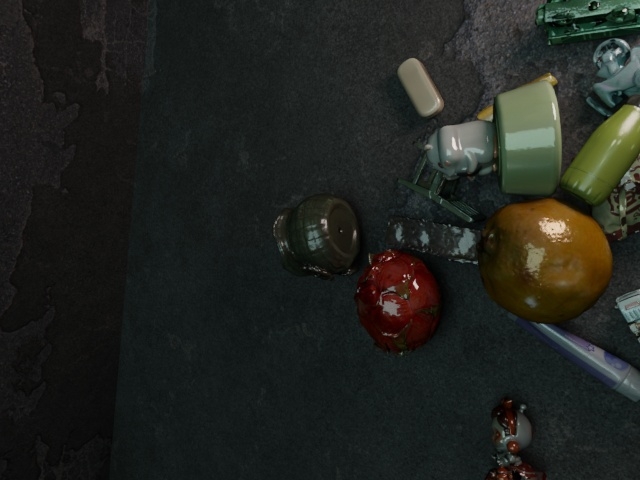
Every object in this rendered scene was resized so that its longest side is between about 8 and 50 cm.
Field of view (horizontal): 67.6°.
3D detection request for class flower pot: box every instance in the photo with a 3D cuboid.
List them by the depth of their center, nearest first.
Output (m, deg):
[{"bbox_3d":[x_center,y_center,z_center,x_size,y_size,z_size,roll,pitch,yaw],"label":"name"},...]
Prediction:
[{"bbox_3d":[0.000,0.000,1.623,0.213,0.302,0.301,-13,87,34],"label":"flower pot"}]

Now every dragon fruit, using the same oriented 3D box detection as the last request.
[{"bbox_3d":[0.239,0.189,1.484,0.277,0.277,0.342,-28,78,33],"label":"dragon fruit"}]

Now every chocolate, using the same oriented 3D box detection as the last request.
[{"bbox_3d":[0.550,-0.385,1.338,0.219,0.086,0.085,-34,76,27],"label":"chocolate"},{"bbox_3d":[0.367,-0.007,1.475,0.321,0.112,0.112,12,100,34],"label":"chocolate"}]

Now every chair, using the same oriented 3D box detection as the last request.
[{"bbox_3d":[0.387,-0.180,1.426,0.270,0.136,0.147,34,114,29],"label":"chair"}]

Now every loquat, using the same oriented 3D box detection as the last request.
[{"bbox_3d":[0.559,0.050,1.220,0.328,0.328,0.328,4,97,34],"label":"loquat"}]

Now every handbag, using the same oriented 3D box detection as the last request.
[{"bbox_3d":[0.765,-0.125,1.181,0.213,0.127,0.235,-16,87,32],"label":"handbag"}]

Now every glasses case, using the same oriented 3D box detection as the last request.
[{"bbox_3d":[0.313,-0.477,1.499,0.083,0.050,0.196,-30,78,30],"label":"glasses case"}]

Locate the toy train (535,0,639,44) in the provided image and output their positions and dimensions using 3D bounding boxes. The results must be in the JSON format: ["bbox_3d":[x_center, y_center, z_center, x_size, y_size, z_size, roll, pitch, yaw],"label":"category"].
[{"bbox_3d":[0.681,-0.571,1.177,0.269,0.154,0.115,5,99,34],"label":"toy train"}]

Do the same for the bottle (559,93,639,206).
[{"bbox_3d":[0.679,-0.213,1.114,0.112,0.112,0.260,37,104,26],"label":"bottle"}]

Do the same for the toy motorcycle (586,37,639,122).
[{"bbox_3d":[0.781,-0.372,1.145,0.260,0.154,0.206,22,130,38],"label":"toy motorcycle"}]

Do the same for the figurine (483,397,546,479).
[{"bbox_3d":[0.550,0.573,1.382,0.160,0.183,0.226,-8,78,26],"label":"figurine"}]

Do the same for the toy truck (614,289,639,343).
[{"bbox_3d":[0.813,0.217,1.189,0.080,0.115,0.177,-35,74,32],"label":"toy truck"}]

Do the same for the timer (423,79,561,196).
[{"bbox_3d":[0.433,-0.243,1.249,0.315,0.291,0.290,-6,92,16],"label":"timer"}]

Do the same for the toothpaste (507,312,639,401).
[{"bbox_3d":[0.683,0.293,1.296,0.371,0.125,0.080,31,76,25],"label":"toothpaste"}]
